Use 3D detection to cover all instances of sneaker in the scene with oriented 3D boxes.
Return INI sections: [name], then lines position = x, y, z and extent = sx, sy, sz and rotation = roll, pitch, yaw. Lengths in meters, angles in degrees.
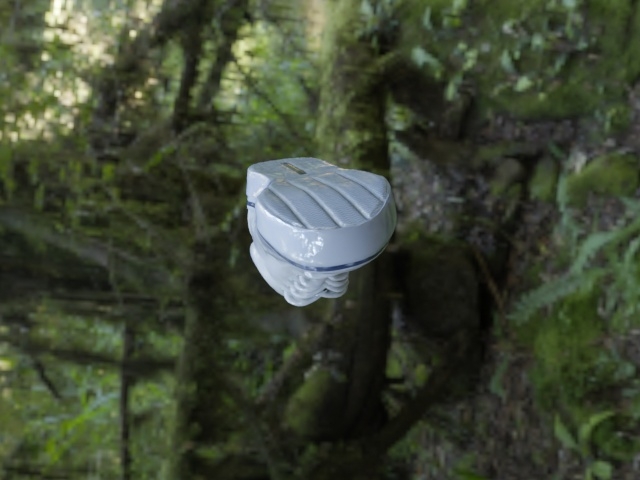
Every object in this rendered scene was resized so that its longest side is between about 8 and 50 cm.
[sneaker]
position = 0.000, 0.000, 0.834
extent = 0.258, 0.094, 0.091
rotation = -124, 26, -77
